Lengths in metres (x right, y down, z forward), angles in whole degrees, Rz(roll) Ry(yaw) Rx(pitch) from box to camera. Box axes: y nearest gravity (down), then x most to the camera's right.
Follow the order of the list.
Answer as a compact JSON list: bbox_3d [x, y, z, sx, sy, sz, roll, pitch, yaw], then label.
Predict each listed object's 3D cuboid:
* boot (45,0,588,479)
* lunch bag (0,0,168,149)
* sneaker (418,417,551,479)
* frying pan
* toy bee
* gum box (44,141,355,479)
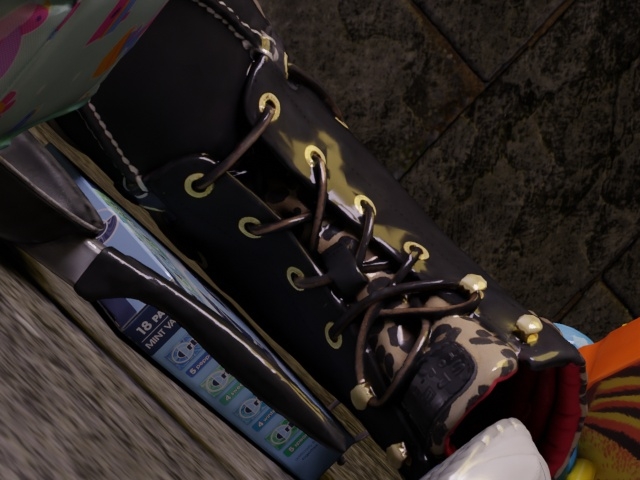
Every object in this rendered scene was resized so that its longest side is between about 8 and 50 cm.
[{"bbox_3d":[0.000,0.000,1.025,0.284,0.138,0.377,45,-6,30],"label":"boot"},{"bbox_3d":[-0.172,-0.141,0.690,0.224,0.108,0.279,42,14,1],"label":"lunch bag"},{"bbox_3d":[0.113,0.186,0.978,0.129,0.111,0.297,51,4,29],"label":"sneaker"},{"bbox_3d":[-0.133,-0.024,0.849,0.326,0.053,0.197,45,1,-22],"label":"frying pan"},{"bbox_3d":[0.165,0.135,1.231,0.162,0.195,0.298,53,-28,-21],"label":"toy bee"},{"bbox_3d":[-0.077,0.041,1.024,0.184,0.041,0.157,44,0,-43],"label":"gum box"}]
